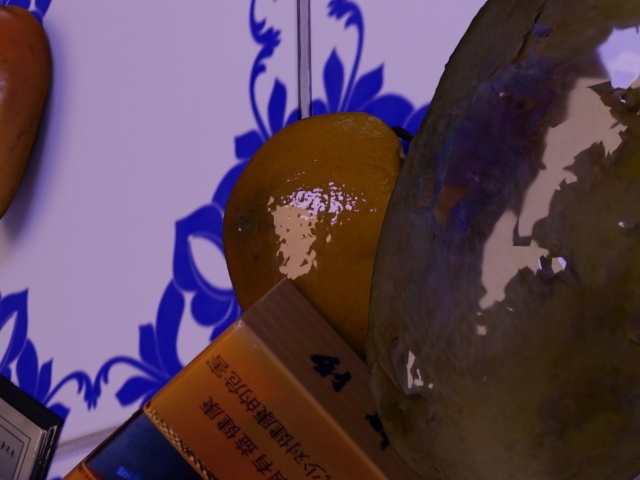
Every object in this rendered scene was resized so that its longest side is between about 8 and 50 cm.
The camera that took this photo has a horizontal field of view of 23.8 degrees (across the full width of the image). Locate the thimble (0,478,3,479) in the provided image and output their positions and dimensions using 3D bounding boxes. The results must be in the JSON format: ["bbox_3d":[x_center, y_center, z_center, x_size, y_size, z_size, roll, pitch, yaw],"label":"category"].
[{"bbox_3d":[-0.281,0.247,1.114,0.190,0.137,0.144,17,95,27],"label":"thimble"}]

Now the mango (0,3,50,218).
[{"bbox_3d":[-0.294,-0.104,1.288,0.141,0.102,0.217,-26,56,50],"label":"mango"}]

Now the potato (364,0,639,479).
[{"bbox_3d":[0.126,-0.014,0.699,0.210,0.173,0.307,38,104,47],"label":"potato"}]

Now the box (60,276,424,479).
[{"bbox_3d":[-0.053,0.151,0.881,0.152,0.070,0.237,47,125,1],"label":"box"}]

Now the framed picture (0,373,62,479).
[{"bbox_3d":[-0.286,0.205,1.248,0.195,0.010,0.199,22,96,50],"label":"framed picture"}]

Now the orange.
[{"bbox_3d":[0.000,0.000,0.904,0.170,0.112,0.160,33,104,62],"label":"orange"}]
